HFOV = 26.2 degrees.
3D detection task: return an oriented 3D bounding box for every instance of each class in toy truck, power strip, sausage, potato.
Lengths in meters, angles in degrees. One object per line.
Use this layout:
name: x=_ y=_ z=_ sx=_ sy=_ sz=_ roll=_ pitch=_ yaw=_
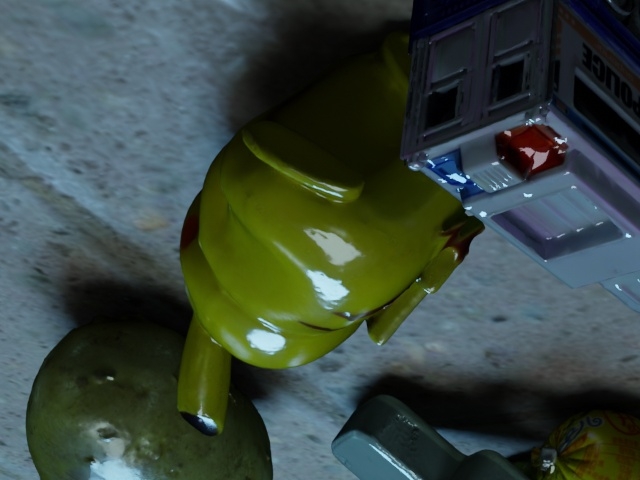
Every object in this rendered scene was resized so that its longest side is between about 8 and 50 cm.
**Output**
toy truck: x=0.173 y=-0.048 z=0.818 sx=0.124 sy=0.155 sz=0.268 roll=-20 pitch=139 yaw=40
power strip: x=0.141 y=0.246 z=1.297 sx=0.265 sy=0.059 sz=0.193 roll=41 pitch=158 yaw=0
sausage: x=0.343 y=0.253 z=1.305 sx=0.347 sy=0.123 sz=0.123 roll=25 pitch=147 yaw=-24
potato: x=-0.164 y=0.181 z=1.290 sx=0.210 sy=0.173 sz=0.307 roll=1 pitch=147 yaw=19

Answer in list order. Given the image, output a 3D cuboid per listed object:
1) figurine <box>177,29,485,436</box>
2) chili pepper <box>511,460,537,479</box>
figurine: x=0.002 y=-0.003 z=0.948 sx=0.169 sy=0.218 sz=0.327 roll=55 pitch=152 yaw=4
chili pepper: x=0.183 y=0.270 z=1.470 sx=0.048 sy=0.043 sz=0.208 roll=-8 pitch=161 yaw=-21
